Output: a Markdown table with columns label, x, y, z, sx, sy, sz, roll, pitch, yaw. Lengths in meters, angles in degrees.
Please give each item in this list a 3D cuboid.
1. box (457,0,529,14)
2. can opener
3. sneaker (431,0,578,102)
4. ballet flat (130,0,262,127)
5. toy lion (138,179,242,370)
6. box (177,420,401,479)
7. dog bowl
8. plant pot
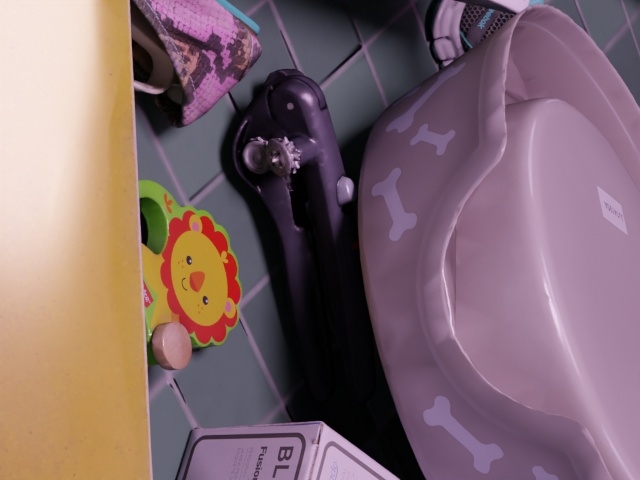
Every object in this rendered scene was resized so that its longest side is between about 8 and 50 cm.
| label | x | y | z | sx | sy | sz | roll | pitch | yaw |
| --- | --- | --- | --- | --- | --- | --- | --- | --- | --- |
| box | 0.035 | -0.206 | 0.918 | 0.203 | 0.103 | 0.114 | 11 | 98 | -50 |
| can opener | 0.000 | 0.000 | 0.905 | 0.073 | 0.059 | 0.186 | -23 | 103 | -51 |
| sneaker | 0.135 | -0.091 | 1.074 | 0.166 | 0.076 | 0.065 | 54 | 48 | -32 |
| ballet flat | -0.113 | -0.124 | 0.780 | 0.221 | 0.077 | 0.079 | 42 | 74 | -41 |
| toy lion | -0.075 | 0.013 | 0.834 | 0.096 | 0.034 | 0.100 | -52 | 124 | -50 |
| box | 0.030 | 0.228 | 0.888 | 0.290 | 0.087 | 0.169 | 40 | 56 | -42 |
| dog bowl | 0.137 | 0.048 | 0.951 | 0.349 | 0.102 | 0.349 | 45 | 34 | -43 |
| plant pot | -0.194 | 0.001 | 0.559 | 0.187 | 0.212 | 0.212 | -1 | 85 | -39 |
